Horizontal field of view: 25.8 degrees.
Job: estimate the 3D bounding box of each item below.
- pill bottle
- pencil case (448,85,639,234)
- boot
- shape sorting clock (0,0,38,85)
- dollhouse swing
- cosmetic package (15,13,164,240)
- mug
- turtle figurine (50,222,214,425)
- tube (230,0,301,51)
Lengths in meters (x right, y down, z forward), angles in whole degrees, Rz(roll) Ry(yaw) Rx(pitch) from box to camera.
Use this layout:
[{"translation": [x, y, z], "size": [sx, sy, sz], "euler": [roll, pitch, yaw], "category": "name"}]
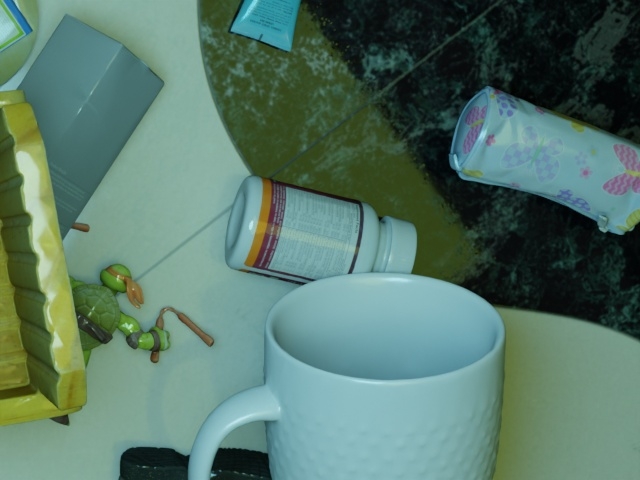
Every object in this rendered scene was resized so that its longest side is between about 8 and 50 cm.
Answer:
[{"translation": [0.000, 0.000, 1.749], "size": [0.221, 0.121, 0.121], "euler": [13, 90, -14], "category": "pill bottle"}, {"translation": [0.305, -0.103, 1.821], "size": [0.273, 0.113, 0.124], "euler": [20, 109, -14], "category": "pencil case"}, {"translation": [-0.148, 0.349, 1.770], "size": [0.246, 0.083, 0.161], "euler": [5, 104, -14], "category": "boot"}, {"translation": [-0.442, -0.271, 1.669], "size": [0.206, 0.040, 0.206], "euler": [-2, 97, -15], "category": "shape sorting clock"}, {"translation": [-0.396, 0.034, 1.422], "size": [0.315, 0.305, 0.347], "euler": [-9, 94, -3], "category": "dollhouse swing"}, {"translation": [-0.303, -0.131, 1.655], "size": [0.107, 0.127, 0.238], "euler": [27, 82, 24], "category": "cosmetic package"}, {"translation": [0.027, 0.249, 1.632], "size": [0.374, 0.276, 0.328], "euler": [-9, 115, -20], "category": "mug"}, {"translation": [-0.281, 0.114, 1.704], "size": [0.269, 0.087, 0.217], "euler": [35, 85, -11], "category": "turtle figurine"}, {"translation": [-0.044, -0.349, 1.758], "size": [0.080, 0.052, 0.207], "euler": [17, 94, -9], "category": "tube"}]
